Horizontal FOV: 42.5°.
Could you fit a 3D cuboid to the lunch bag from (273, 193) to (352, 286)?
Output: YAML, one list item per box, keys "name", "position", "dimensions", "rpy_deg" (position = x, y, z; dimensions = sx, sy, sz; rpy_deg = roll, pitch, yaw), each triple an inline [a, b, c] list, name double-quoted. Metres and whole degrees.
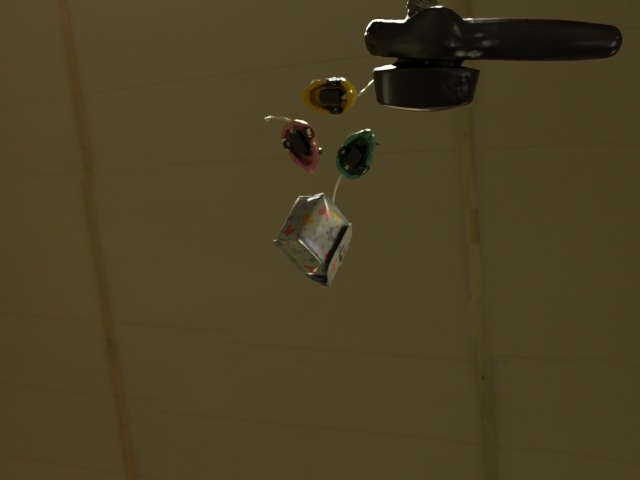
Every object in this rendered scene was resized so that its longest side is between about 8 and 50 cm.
- name: "lunch bag"
  position: [0.000, 0.000, 0.911]
  dimensions: [0.053, 0.071, 0.083]
  rpy_deg: [-2, -42, 43]

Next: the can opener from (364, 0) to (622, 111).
- name: "can opener"
  position: [0.118, -0.135, 0.564]
  dimensions: [0.059, 0.186, 0.073]
  rpy_deg: [-129, -146, -55]

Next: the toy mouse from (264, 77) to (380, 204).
- name: "toy mouse"
  position: [0.013, -0.108, 0.912]
  dimensions: [0.161, 0.031, 0.143]
  rpy_deg: [1, -71, 32]
